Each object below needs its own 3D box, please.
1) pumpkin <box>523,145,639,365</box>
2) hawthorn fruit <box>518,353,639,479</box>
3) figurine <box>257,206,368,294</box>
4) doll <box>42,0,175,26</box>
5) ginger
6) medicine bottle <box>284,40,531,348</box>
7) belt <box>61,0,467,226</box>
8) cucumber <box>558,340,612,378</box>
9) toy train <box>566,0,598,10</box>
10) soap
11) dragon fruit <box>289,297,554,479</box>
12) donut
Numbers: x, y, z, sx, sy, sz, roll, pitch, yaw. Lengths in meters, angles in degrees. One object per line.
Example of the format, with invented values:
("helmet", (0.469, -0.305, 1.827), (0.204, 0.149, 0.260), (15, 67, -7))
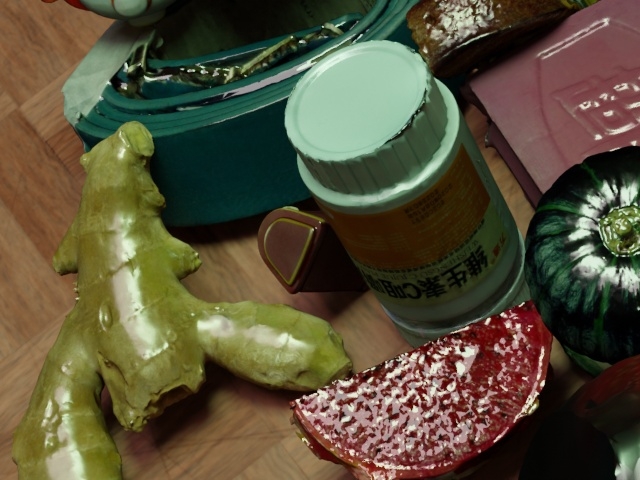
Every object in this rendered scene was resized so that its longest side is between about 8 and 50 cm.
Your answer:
("pumpkin", (0.268, 0.012, 1.607), (0.202, 0.140, 0.202), (-10, 59, 17))
("hawthorn fruit", (0.305, 0.219, 1.494), (0.316, 0.316, 0.316), (-14, 50, 17))
("figurine", (0.001, -0.001, 1.935), (0.098, 0.154, 0.082), (31, 109, 33))
("doll", (-0.141, -0.304, 2.054), (0.336, 0.105, 0.200), (-14, 38, 1))
("ginger", (-0.203, 0.099, 1.927), (0.363, 0.122, 0.348), (-38, 71, 6))
("medicine bottle", (0.087, -0.036, 1.788), (0.158, 0.318, 0.158), (-14, 49, 16))
("belt", (-0.061, -0.180, 2.078), (0.436, 0.173, 0.300), (-15, 41, 12))
("cucumber", (0.248, 0.100, 1.783), (0.035, 0.067, 0.107), (-57, 43, 29))
("toy train", (0.317, -0.331, 2.066), (0.060, 0.081, 0.202), (32, 81, 41))
("soap", (0.317, -0.067, 1.826), (0.233, 0.128, 0.359), (-30, 47, 1))
("dragon fruit", (0.119, 0.162, 1.765), (0.274, 0.161, 0.126), (-24, 76, -2))
("donut", (0.180, -0.228, 1.945), (0.141, 0.217, 0.085), (-35, 78, 22))
